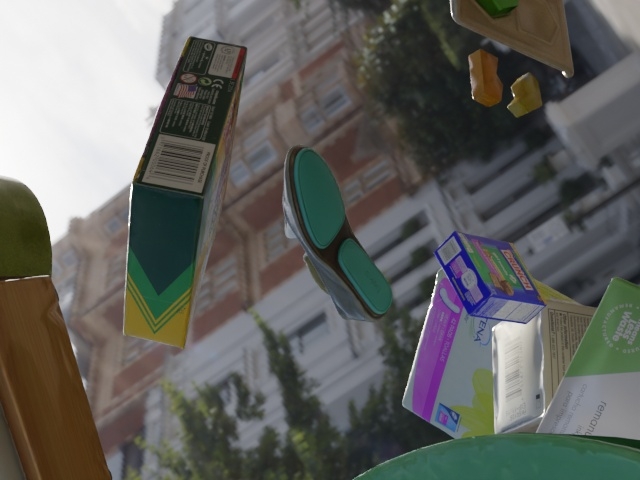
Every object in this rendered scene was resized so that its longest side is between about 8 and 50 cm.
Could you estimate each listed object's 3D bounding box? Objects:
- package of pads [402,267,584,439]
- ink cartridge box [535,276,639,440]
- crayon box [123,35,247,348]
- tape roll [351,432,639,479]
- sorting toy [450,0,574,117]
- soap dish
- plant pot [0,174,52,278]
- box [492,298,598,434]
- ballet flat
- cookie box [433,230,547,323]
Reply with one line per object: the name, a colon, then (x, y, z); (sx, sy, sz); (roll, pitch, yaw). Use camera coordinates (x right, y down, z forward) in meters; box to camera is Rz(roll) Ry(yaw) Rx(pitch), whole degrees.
package of pads: (0.257, 0.181, 1.550); (0.229, 0.296, 0.101); (30, -138, 24)
ink cartridge box: (0.390, 0.198, 0.958); (0.354, 0.207, 0.119); (26, -179, 31)
crayon box: (-0.202, -0.076, 1.628); (0.106, 0.313, 0.362); (11, -137, -1)
tape roll: (0.091, 0.231, 0.381); (0.077, 0.321, 0.321); (16, -140, -51)
sorting toy: (0.238, -0.285, 1.306); (0.229, 0.041, 0.307); (18, -122, -37)
soap dish: (-0.301, 0.132, 0.839); (0.118, 0.291, 0.228); (-31, -67, -50)
plant pot: (-0.502, 0.022, 1.164); (0.353, 0.366, 0.366); (8, -134, -47)
box: (0.372, 0.174, 1.286); (0.311, 0.121, 0.147); (11, -115, -16)
ballet flat: (0.000, 0.000, 1.068); (0.072, 0.068, 0.213); (-55, -54, -37)
cookie box: (0.189, 0.041, 1.186); (0.107, 0.040, 0.091); (11, -137, -44)
